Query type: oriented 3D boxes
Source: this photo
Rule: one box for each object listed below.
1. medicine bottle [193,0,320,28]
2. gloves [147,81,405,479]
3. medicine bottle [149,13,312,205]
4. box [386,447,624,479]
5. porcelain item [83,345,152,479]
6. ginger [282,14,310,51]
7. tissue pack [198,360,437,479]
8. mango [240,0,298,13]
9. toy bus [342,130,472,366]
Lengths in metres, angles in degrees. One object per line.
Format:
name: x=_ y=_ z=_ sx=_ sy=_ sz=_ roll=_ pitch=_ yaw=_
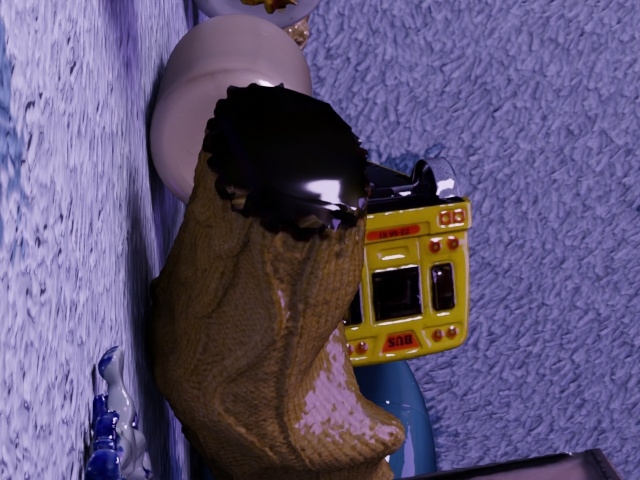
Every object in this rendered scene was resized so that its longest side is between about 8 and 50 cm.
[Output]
medicine bottle: x=-0.058 y=-0.314 z=1.781 sx=0.131 sy=0.131 sz=0.250 roll=86 pitch=2 yaw=-52
gloves: x=-0.037 y=0.058 z=1.294 sx=0.203 sy=0.155 sz=0.356 roll=-106 pitch=-173 yaw=-45
medicine bottle: x=-0.063 y=-0.107 z=1.457 sx=0.252 sy=0.114 sz=0.114 roll=-92 pitch=179 yaw=-69
box: x=0.005 y=0.182 z=0.703 sx=0.188 sy=0.252 sz=0.153 roll=-95 pitch=177 yaw=-77
porcelain item: x=-0.105 y=0.092 z=1.020 sx=0.136 sy=0.021 sz=0.075 roll=78 pitch=10 yaw=-84
ginger: x=-0.069 y=-0.173 z=1.848 sx=0.081 sy=0.148 sz=0.333 roll=27 pitch=63 yaw=-50
tissue pack: x=-0.002 y=0.198 z=1.653 sx=0.287 sy=0.198 sz=0.206 roll=82 pitch=4 yaw=-59
mango: x=-0.070 y=-0.234 z=1.152 sx=0.252 sy=0.126 sz=0.153 roll=74 pitch=23 yaw=-55
toy bus: x=0.000 y=0.000 z=1.573 sx=0.331 sy=0.145 sz=0.151 roll=-154 pitch=-124 yaw=-69
